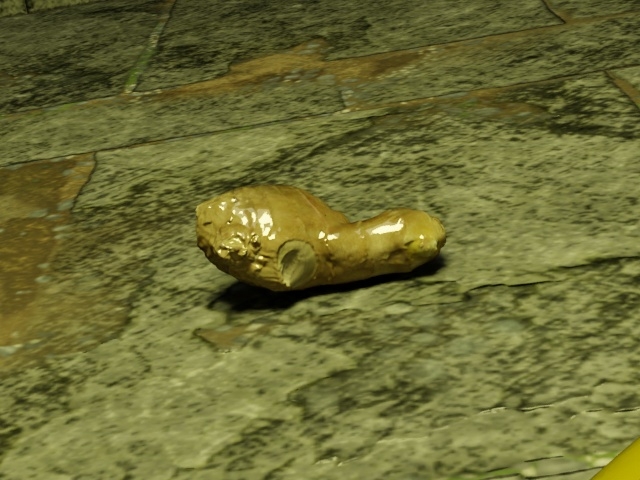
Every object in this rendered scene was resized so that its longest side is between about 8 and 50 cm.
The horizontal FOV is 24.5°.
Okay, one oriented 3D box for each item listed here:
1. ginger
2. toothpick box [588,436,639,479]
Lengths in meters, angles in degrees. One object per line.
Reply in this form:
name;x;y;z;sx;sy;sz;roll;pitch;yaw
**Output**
ginger;-0.002;-0.003;0.984;0.165;0.067;0.096;0;17;-11
toothpick box;0.139;0.117;0.390;0.175;0.175;0.271;3;20;34
